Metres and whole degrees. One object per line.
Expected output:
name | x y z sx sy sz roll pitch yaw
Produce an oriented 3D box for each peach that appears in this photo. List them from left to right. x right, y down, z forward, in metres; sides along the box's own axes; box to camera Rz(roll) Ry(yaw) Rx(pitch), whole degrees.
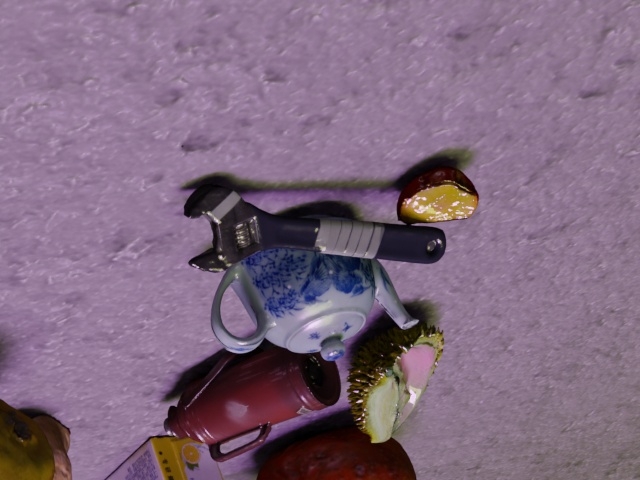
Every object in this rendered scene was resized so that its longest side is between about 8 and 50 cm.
peach | 0.122 -0.047 1.640 0.077 0.050 0.083 27 128 -36

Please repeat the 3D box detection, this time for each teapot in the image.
teapot | -0.011 0.063 1.647 0.232 0.159 0.159 -8 152 -26

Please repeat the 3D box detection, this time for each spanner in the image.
spanner | 0.000 0.000 1.572 0.315 0.087 0.024 6 -174 -33

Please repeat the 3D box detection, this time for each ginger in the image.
ginger | -0.343 0.279 1.876 0.115 0.122 0.193 -46 160 4

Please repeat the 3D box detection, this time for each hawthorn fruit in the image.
hawthorn fruit | 0.027 0.391 2.241 0.261 0.258 0.258 10 165 23

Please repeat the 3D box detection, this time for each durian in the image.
durian | 0.089 0.165 1.999 0.137 0.095 0.221 -50 166 -28

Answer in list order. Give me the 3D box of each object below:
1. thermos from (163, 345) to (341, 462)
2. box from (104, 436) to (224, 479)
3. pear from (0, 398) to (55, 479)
thermos | -0.095 0.198 1.891 0.232 0.124 0.099 -24 152 25
box | -0.234 0.398 2.134 0.097 0.168 0.265 -2 148 -41
pear | -0.432 0.272 1.625 0.321 0.269 0.269 -26 155 11
